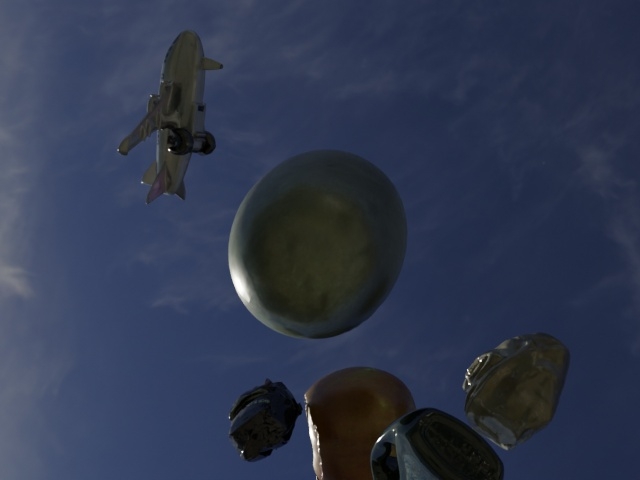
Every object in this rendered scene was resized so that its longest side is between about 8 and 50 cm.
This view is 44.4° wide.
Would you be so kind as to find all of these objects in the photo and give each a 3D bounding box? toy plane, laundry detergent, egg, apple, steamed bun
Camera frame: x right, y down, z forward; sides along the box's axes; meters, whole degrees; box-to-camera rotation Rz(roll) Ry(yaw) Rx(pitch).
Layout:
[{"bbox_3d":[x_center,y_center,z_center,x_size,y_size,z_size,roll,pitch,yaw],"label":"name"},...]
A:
[{"bbox_3d":[-0.140,-0.122,0.782,0.066,0.162,0.171,21,-78,15],"label":"toy plane"},{"bbox_3d":[0.121,0.289,0.952,0.144,0.078,0.221,38,-36,7],"label":"laundry detergent"},{"bbox_3d":[0.000,0.000,1.169,0.259,0.352,0.258,10,-62,19],"label":"egg"},{"bbox_3d":[0.065,0.341,1.400,0.208,0.237,0.236,-5,-86,15],"label":"apple"},{"bbox_3d":[0.319,0.249,1.342,0.144,0.218,0.211,30,-33,7],"label":"steamed bun"}]

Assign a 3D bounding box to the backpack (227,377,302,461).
[{"bbox_3d":[-0.099,0.299,1.311,0.120,0.165,0.105,-38,-93,1],"label":"backpack"}]
